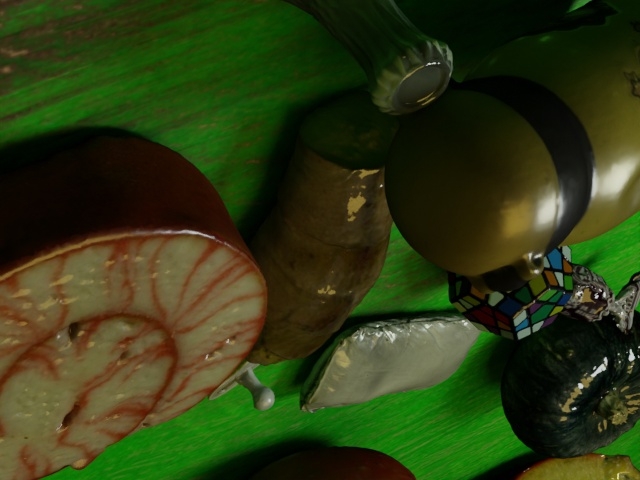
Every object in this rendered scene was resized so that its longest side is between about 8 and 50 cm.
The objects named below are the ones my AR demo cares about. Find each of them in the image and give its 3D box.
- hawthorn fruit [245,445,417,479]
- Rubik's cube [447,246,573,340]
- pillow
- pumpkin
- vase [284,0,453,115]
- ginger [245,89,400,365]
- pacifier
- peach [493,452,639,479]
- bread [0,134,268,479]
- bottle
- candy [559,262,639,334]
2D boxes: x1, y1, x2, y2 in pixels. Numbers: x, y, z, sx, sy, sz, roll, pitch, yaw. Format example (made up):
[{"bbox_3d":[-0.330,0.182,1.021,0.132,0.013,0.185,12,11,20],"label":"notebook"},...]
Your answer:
[{"bbox_3d":[0.007,0.357,1.552,0.284,0.284,0.284,-25,148,-17],"label":"hawthorn fruit"},{"bbox_3d":[0.191,0.034,1.406,0.112,0.133,0.133,-24,160,38],"label":"Rubik's cube"},{"bbox_3d":[0.080,0.128,1.489,0.229,0.051,0.128,-3,140,-45],"label":"pillow"},{"bbox_3d":[0.317,0.168,1.674,0.211,0.152,0.212,-31,146,-24],"label":"pumpkin"},{"bbox_3d":[0.031,-0.152,0.957,0.081,0.149,0.081,-25,149,-17],"label":"vase"},{"bbox_3d":[0.000,0.000,1.186,0.109,0.116,0.263,-63,175,-53],"label":"ginger"},{"bbox_3d":[-0.068,0.137,1.346,0.083,0.064,0.068,-41,166,11],"label":"pacifier"},{"bbox_3d":[0.341,0.435,1.957,0.338,0.281,0.281,-33,150,4],"label":"peach"},{"bbox_3d":[-0.204,0.061,1.058,0.327,0.114,0.295,-20,147,-21],"label":"bread"},{"bbox_3d":[0.185,-0.083,1.066,0.351,0.171,0.171,-28,154,-46],"label":"bottle"},{"bbox_3d":[0.283,0.052,1.541,0.226,0.051,0.094,20,116,-36],"label":"candy"}]
